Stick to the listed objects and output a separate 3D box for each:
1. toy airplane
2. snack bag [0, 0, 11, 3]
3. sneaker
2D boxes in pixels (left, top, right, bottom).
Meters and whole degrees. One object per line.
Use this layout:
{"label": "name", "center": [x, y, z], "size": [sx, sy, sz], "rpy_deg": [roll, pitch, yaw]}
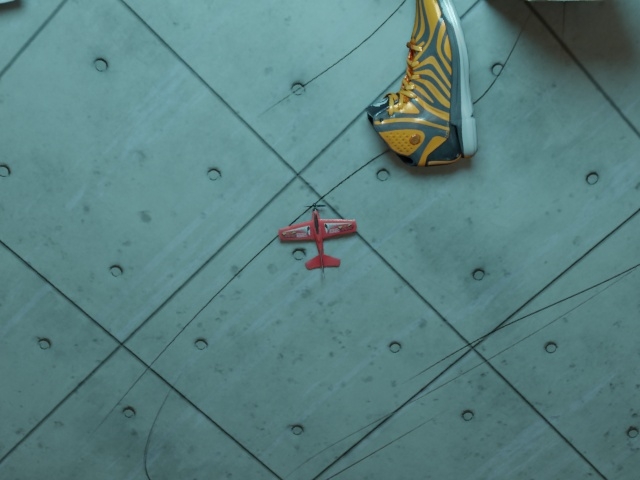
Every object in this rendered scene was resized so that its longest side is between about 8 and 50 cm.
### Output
{"label": "toy airplane", "center": [0.000, 0.000, 1.443], "size": [0.151, 0.028, 0.151], "rpy_deg": [0, 110, 1]}
{"label": "snack bag", "center": [-0.667, -0.530, 1.216], "size": [0.322, 0.037, 0.343], "rpy_deg": [-10, 109, 3]}
{"label": "sneaker", "center": [0.158, -0.272, 1.298], "size": [0.180, 0.125, 0.321], "rpy_deg": [-12, 109, 3]}
